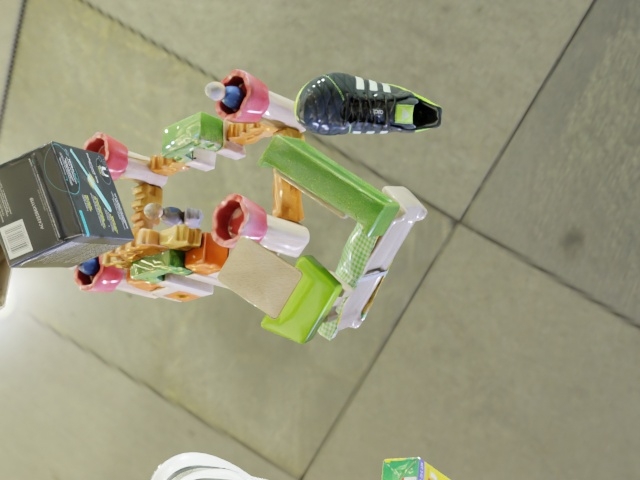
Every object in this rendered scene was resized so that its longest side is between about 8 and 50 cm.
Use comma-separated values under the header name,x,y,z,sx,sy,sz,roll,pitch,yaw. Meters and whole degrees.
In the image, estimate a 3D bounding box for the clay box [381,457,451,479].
name,x,y,z,sx,sy,sz,roll,pitch,yaw
clay box,0.140,0.348,1.457,0.053,0.127,0.222,-10,148,32

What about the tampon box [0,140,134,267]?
name,x,y,z,sx,sy,sz,roll,pitch,yaw
tampon box,-0.314,-0.039,1.507,0.101,0.161,0.120,-22,83,11

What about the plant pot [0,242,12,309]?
name,x,y,z,sx,sy,sz,roll,pitch,yaw
plant pot,-0.488,0.049,1.726,0.109,0.109,0.096,16,151,-20

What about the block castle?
name,x,y,z,sx,sy,sz,roll,pitch,yaw
block castle,-0.240,-0.077,2.108,0.453,0.303,0.213,-16,156,42

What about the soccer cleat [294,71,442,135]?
name,x,y,z,sx,sy,sz,roll,pitch,yaw
soccer cleat,0.048,-0.129,1.211,0.072,0.179,0.060,15,104,40

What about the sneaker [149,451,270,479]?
name,x,y,z,sx,sy,sz,roll,pitch,yaw
sneaker,-0.001,0.423,1.680,0.447,0.169,0.257,21,175,-23

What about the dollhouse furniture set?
name,x,y,z,sx,sy,sz,roll,pitch,yaw
dollhouse furniture set,0.000,0.000,1.531,0.151,0.301,0.197,32,99,12
